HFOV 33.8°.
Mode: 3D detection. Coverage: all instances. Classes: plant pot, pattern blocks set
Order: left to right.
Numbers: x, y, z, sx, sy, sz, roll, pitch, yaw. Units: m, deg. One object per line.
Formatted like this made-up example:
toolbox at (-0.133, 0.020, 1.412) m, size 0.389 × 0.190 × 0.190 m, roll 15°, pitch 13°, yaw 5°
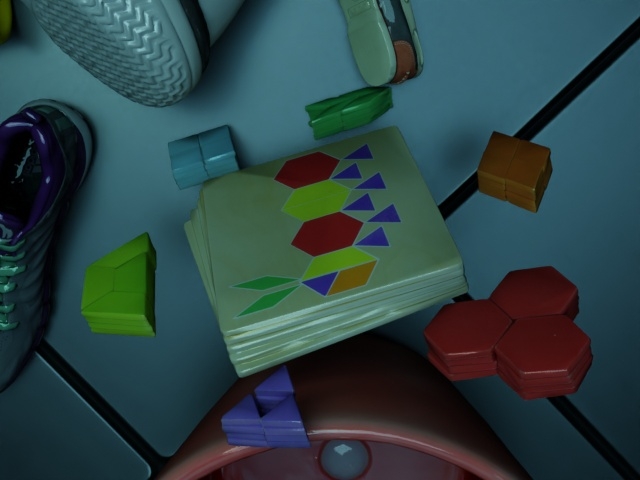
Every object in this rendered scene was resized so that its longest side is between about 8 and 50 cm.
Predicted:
pattern blocks set at (0.000, 0.000, 0.621) m, size 0.285 × 0.325 × 0.026 m, roll -12°, pitch 124°, yaw 7°
plant pot at (0.016, 0.186, 0.655) m, size 0.274 × 0.243 × 0.275 m, roll 0°, pitch 105°, yaw 1°

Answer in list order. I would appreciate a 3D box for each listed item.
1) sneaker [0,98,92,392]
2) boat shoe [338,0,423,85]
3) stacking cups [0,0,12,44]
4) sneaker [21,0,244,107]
sneaker at (-0.226, 0.010, 0.722) m, size 0.083 × 0.098 × 0.224 m, roll 17°, pitch 97°, yaw -1°
boat shoe at (0.038, -0.174, 0.723) m, size 0.043 × 0.049 × 0.137 m, roll -18°, pitch 95°, yaw -39°
stacking cups at (-0.376, -0.147, 0.707) m, size 0.316 × 0.096 × 0.096 m, roll -11°, pitch 97°, yaw 2°
sneaker at (-0.151, -0.275, 0.628) m, size 0.210 × 0.137 × 0.366 m, roll -49°, pitch 115°, yaw -19°
